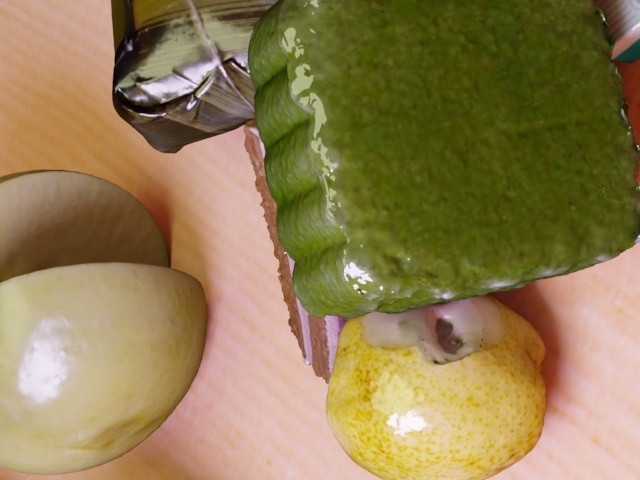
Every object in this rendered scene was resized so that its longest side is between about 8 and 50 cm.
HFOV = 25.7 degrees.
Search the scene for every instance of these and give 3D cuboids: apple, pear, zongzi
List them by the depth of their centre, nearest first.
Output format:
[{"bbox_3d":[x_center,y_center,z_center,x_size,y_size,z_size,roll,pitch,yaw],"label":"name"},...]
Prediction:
[{"bbox_3d":[0.094,0.113,1.093,0.178,0.178,0.178,-2,88,43],"label":"pear"},{"bbox_3d":[-0.045,-0.249,1.273,0.318,0.154,0.289,-12,73,18],"label":"zongzi"},{"bbox_3d":[-0.250,0.076,1.348,0.292,0.254,0.292,-4,85,46],"label":"apple"}]

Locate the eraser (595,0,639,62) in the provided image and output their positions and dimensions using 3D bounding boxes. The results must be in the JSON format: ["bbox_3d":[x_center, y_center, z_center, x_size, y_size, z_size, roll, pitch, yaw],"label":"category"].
[{"bbox_3d":[0.273,-0.230,1.005,0.225,0.052,0.095,-39,62,35],"label":"eraser"}]

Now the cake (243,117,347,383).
[{"bbox_3d":[0.000,0.000,1.186,0.116,0.113,0.295,44,140,48],"label":"cake"}]

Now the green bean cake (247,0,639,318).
[{"bbox_3d":[0.087,-0.079,1.018,0.156,0.250,0.247,156,102,-72],"label":"green bean cake"}]
